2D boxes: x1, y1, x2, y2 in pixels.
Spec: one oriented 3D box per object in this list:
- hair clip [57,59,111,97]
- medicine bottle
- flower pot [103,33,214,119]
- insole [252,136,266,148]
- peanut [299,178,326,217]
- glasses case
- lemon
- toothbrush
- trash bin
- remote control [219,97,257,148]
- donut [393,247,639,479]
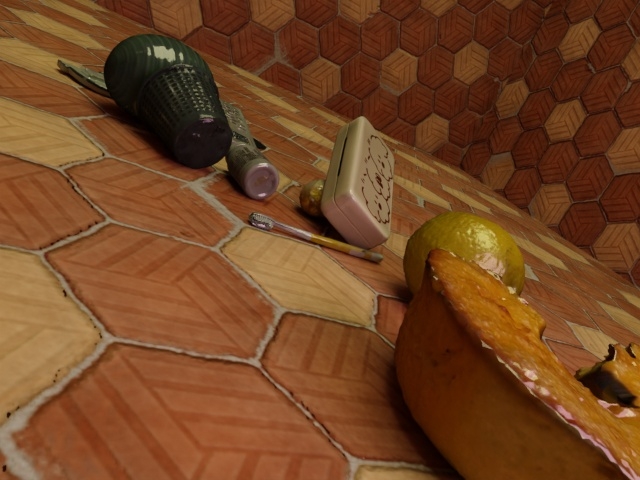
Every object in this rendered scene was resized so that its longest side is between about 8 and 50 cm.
[{"bbox_3d":[-0.496,-0.379,1.283,0.220,0.054,0.140,-1,38,-51],"label":"hair clip"},{"bbox_3d":[-0.144,-0.147,1.093,0.079,0.079,0.140,13,22,-37],"label":"medicine bottle"},{"bbox_3d":[-0.342,-0.340,1.164,0.243,0.189,0.157,7,61,-45],"label":"flower pot"},{"bbox_3d":[-0.295,-0.325,1.476,0.322,0.007,0.109,24,20,-9],"label":"insole"},{"bbox_3d":[0.023,-0.097,1.179,0.087,0.087,0.206,33,20,18],"label":"peanut"},{"bbox_3d":[0.087,-0.129,1.144,0.144,0.076,0.336,47,32,-26],"label":"glasses case"},{"bbox_3d":[0.245,0.050,0.928,0.192,0.192,0.231,14,23,-35],"label":"lemon"},{"bbox_3d":[0.000,0.000,0.992,0.288,0.021,0.024,18,31,-26],"label":"toothbrush"},{"bbox_3d":[-0.258,-0.235,1.065,0.175,0.175,0.161,9,36,-44],"label":"trash bin"},{"bbox_3d":[-0.247,-0.304,1.414,0.109,0.055,0.313,24,24,-32],"label":"remote control"},{"bbox_3d":[0.274,0.205,0.608,0.435,0.163,0.377,28,19,-4],"label":"donut"}]
